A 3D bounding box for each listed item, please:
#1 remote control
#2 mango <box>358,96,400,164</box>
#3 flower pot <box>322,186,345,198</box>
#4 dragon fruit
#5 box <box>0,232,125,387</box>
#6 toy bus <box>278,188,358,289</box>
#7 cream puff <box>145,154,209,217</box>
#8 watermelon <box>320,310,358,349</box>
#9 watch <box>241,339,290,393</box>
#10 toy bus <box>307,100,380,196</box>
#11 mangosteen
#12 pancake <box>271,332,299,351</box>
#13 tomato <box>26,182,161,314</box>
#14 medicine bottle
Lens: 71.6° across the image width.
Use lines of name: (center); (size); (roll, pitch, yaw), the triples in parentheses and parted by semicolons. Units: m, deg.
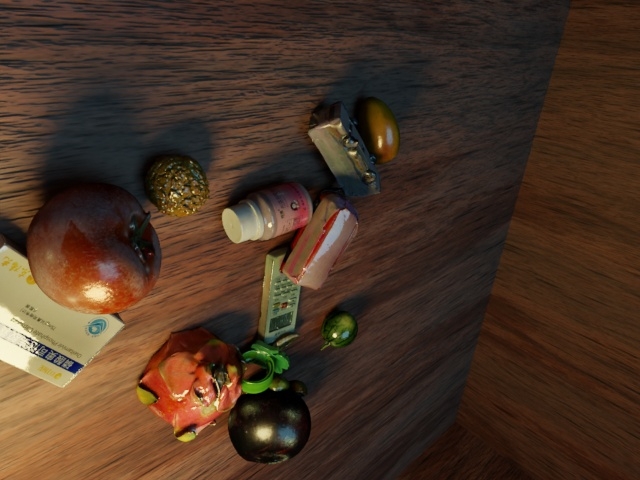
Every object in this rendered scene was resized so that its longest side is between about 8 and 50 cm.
remote control: (-0.133, 0.186, 1.503); (0.145, 0.050, 0.344); (-13, 122, -42)
mango: (0.189, -0.354, 1.450); (0.120, 0.151, 0.221); (-30, 131, -26)
flower pot: (0.043, -0.129, 1.478); (0.111, 0.111, 0.089); (-19, 110, -39)
dragon fruit: (-0.345, 0.425, 1.284); (0.305, 0.225, 0.306); (-26, 129, -38)
box: (-0.621, 0.166, 0.964); (0.200, 0.065, 0.343); (-49, 139, -15)
toy bus: (0.000, 0.000, 1.363); (0.127, 0.147, 0.303); (26, 99, -35)
cream puff: (-0.334, -0.127, 1.058); (0.165, 0.115, 0.150); (27, 95, -51)
watermelon: (0.059, 0.360, 1.740); (0.187, 0.140, 0.141); (-37, 134, -22)
watch: (-0.199, 0.424, 1.467); (0.152, 0.165, 0.131); (-59, 169, -48)
toy bus: (0.082, -0.264, 1.372); (0.317, 0.137, 0.113); (55, 30, -40)
mangosteen: (-0.179, 0.619, 1.553); (0.300, 0.300, 0.300); (-25, 128, -36)
pancake: (-0.134, 0.372, 1.590); (0.139, 0.022, 0.139); (-33, 161, -13)
tomato: (-0.461, 0.021, 0.909); (0.227, 0.270, 0.270); (-16, 132, 4)
medicine bottle: (-0.148, -0.077, 1.263); (0.247, 0.147, 0.147); (-23, 127, -38)
